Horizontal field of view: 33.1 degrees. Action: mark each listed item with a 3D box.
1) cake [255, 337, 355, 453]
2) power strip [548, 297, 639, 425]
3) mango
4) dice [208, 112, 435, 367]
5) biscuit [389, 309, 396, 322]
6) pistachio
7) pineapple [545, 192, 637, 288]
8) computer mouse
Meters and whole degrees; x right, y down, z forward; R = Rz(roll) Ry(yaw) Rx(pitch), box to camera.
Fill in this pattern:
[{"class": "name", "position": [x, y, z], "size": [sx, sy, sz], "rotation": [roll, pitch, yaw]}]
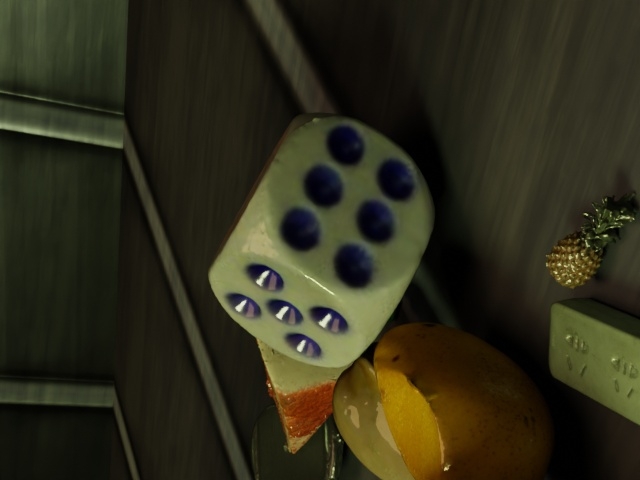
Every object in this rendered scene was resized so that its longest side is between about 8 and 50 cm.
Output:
[{"class": "cake", "position": [-0.063, 0.247, 1.824], "size": [0.262, 0.159, 0.158], "rotation": [-55, 44, 36]}, {"class": "power strip", "position": [0.332, 0.136, 1.086], "size": [0.288, 0.053, 0.093], "rotation": [-152, 60, -64]}, {"class": "mango", "position": [0.171, 0.203, 1.303], "size": [0.290, 0.191, 0.160], "rotation": [53, 136, 43]}, {"class": "dice", "position": [0.000, 0.000, 1.488], "size": [0.259, 0.243, 0.251], "rotation": [-60, 5, -30]}, {"class": "biscuit", "position": [0.096, 0.090, 1.673], "size": [0.089, 0.016, 0.046], "rotation": [-128, 39, -52]}, {"class": "pistachio", "position": [0.125, 0.267, 1.488], "size": [0.260, 0.163, 0.213], "rotation": [54, 166, 28]}, {"class": "pineapple", "position": [0.292, 0.000, 1.149], "size": [0.124, 0.058, 0.058], "rotation": [-57, 44, 49]}, {"class": "computer mouse", "position": [-0.029, 0.377, 1.959], "size": [0.295, 0.087, 0.168], "rotation": [-26, 61, 51]}]
